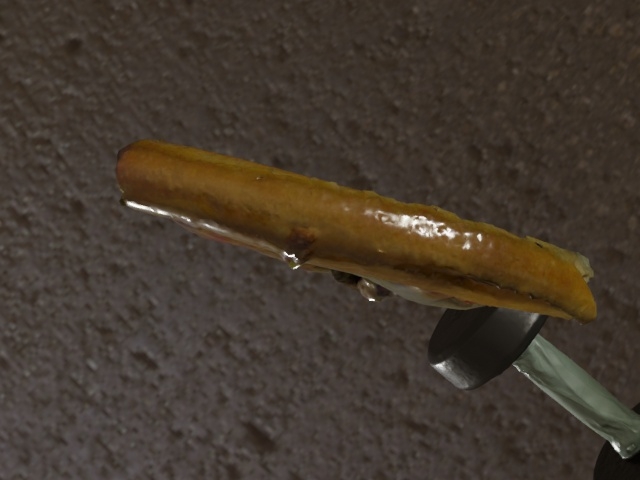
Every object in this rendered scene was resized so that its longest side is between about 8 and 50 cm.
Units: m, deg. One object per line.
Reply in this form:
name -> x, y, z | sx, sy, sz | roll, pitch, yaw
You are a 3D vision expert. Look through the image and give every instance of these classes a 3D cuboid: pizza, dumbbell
pizza -> 0.000, 0.000, 0.523 | 0.184, 0.036, 0.176 | 16, 173, -16
dumbbell -> 0.174, 0.102, 0.878 | 0.191, 0.100, 0.100 | 39, 130, -6
